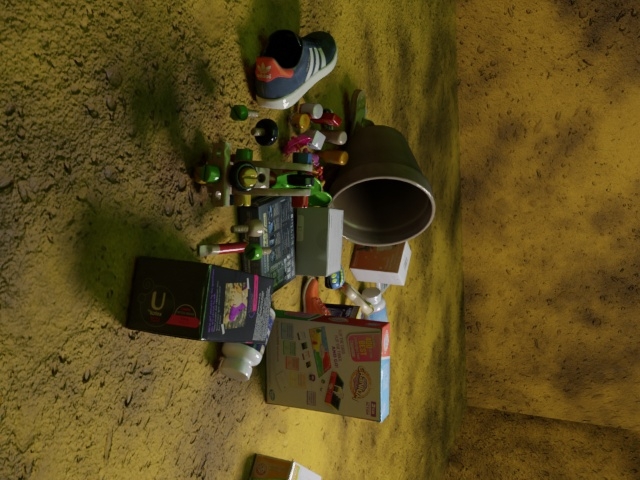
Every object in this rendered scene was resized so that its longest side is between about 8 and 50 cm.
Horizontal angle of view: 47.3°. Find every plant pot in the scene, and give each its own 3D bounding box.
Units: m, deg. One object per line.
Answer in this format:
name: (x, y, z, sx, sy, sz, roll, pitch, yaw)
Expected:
plant pot: (0.175, -0.188, 2.213, 0.323, 0.323, 0.280, 63, 22, -51)

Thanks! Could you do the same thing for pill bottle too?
pill bottle: (-0.170, 0.229, 1.669, 0.094, 0.094, 0.169, 62, 39, -52)
pill bottle: (0.185, 0.244, 2.526, 0.087, 0.087, 0.160, -56, 143, -50)

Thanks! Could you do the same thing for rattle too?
rattle: (0.067, 0.192, 2.311, 0.199, 0.142, 0.130, 39, 24, -45)

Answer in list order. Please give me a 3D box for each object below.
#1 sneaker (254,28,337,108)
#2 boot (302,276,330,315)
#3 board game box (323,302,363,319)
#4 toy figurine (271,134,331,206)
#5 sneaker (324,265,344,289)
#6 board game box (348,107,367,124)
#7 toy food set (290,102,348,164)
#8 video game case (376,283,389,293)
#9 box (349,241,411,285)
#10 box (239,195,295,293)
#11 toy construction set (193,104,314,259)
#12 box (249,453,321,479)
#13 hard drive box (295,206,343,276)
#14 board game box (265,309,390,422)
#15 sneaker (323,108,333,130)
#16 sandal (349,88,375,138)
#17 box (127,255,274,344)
sneaker: (-0.055, -0.462, 1.785, 0.350, 0.131, 0.148, -61, 151, -45)
boot: (-0.008, 0.182, 2.063, 0.059, 0.084, 0.158, 3, 89, -66)
board game box: (0.032, 0.258, 2.095, 0.170, 0.141, 0.048, -64, 148, -41)
toy figurine: (-0.039, -0.192, 1.878, 0.173, 0.130, 0.159, 26, 55, -34)
sneaker: (0.025, 0.053, 2.153, 0.067, 0.078, 0.188, 7, 69, -34)
board game box: (0.121, -0.404, 2.358, 0.090, 0.020, 0.090, 50, 49, -59)
toy food set: (-0.016, -0.299, 1.992, 0.232, 0.104, 0.111, 30, 77, -47)
video game case: (0.234, 0.108, 2.710, 0.143, 0.019, 0.157, -38, 129, -60)
box: (0.200, 0.066, 2.426, 0.091, 0.170, 0.130, 59, 40, -55)
box: (-0.127, 0.008, 1.783, 0.183, 0.059, 0.233, -34, 125, -62)
toy construction set: (-0.186, -0.095, 1.501, 0.237, 0.257, 0.309, -6, 123, -49)
box: (-0.092, 0.631, 1.890, 0.203, 0.114, 0.103, 54, 46, -56)
hard drive box: (0.000, 0.000, 1.984, 0.232, 0.089, 0.181, -3, 96, -80)
board game box: (0.015, 0.310, 1.837, 0.064, 0.316, 0.242, -20, 113, -65)
sneaker: (0.015, -0.341, 2.112, 0.035, 0.031, 0.083, 10, 80, -54)
sandal: (0.143, -0.353, 2.298, 0.088, 0.079, 0.240, -43, 141, -44)
box: (-0.224, 0.122, 1.431, 0.270, 0.165, 0.143, 23, 73, -66)
